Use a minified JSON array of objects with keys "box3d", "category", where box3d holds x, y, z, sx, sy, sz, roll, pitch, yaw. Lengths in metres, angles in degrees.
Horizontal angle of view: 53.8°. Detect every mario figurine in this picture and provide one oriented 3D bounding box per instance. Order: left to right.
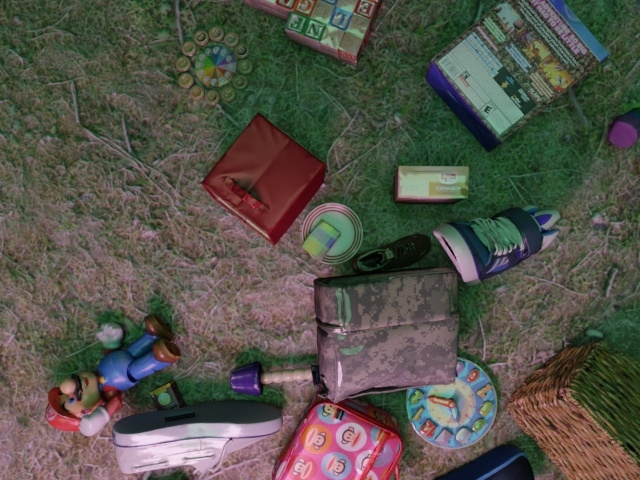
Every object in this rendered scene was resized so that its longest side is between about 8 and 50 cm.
[{"box3d":[-0.480,0.297,1.395,0.320,0.198,0.170,-38,100,-2],"category":"mario figurine"}]

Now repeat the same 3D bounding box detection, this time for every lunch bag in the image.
[{"box3d":[0.048,0.494,1.385,0.258,0.120,0.293,26,100,-3],"category":"lunch bag"},{"box3d":[0.133,0.194,1.321,0.304,0.212,0.256,-5,88,-12],"category":"lunch bag"}]

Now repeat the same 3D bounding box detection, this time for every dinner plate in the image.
[{"box3d":[0.027,-0.016,1.450,0.141,0.017,0.141,0,88,4],"category":"dinner plate"}]

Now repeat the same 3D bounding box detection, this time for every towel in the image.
[{"box3d":[0.000,0.000,1.439,0.060,0.009,0.083,36,92,4],"category":"towel"}]

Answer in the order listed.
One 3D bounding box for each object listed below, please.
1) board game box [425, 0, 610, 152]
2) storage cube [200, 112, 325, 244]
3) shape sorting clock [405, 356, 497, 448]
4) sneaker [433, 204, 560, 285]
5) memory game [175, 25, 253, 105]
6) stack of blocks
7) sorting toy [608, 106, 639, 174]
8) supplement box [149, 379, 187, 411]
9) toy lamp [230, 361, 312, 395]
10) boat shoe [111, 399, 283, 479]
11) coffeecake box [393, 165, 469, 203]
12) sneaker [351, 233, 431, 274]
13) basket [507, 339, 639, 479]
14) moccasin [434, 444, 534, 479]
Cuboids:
[{"box3d":[0.415,-0.378,1.368,0.291,0.141,0.232,-39,87,2],"category":"board game box"},{"box3d":[-0.118,-0.126,1.368,0.183,0.215,0.193,38,85,4],"category":"storage cube"},{"box3d":[0.294,0.364,1.418,0.206,0.040,0.206,0,90,3],"category":"shape sorting clock"},{"box3d":[0.369,-0.017,1.281,0.236,0.323,0.130,-33,70,10],"category":"sneaker"},{"box3d":[-0.248,-0.407,1.473,0.186,0.012,0.186,0,89,3],"category":"memory game"},{"box3d":[-0.023,-0.534,1.423,0.297,0.087,0.171,23,91,3],"category":"stack of blocks"},{"box3d":[0.803,-0.170,1.380,0.365,0.127,0.126,41,63,6],"category":"sorting toy"},{"box3d":[-0.349,0.372,1.455,0.055,0.043,0.083,-27,88,1],"category":"supplement box"},{"box3d":[-0.065,0.305,1.422,0.274,0.080,0.080,-6,89,4],"category":"toy lamp"},{"box3d":[-0.262,0.458,1.389,0.366,0.136,0.157,-4,102,-16],"category":"boat shoe"},{"box3d":[0.232,-0.116,1.354,0.142,0.185,0.068,1,89,4],"category":"coffeecake box"},{"box3d":[0.162,0.037,1.414,0.188,0.071,0.066,-21,88,3],"category":"sneaker"},{"box3d":[0.605,0.380,1.374,0.299,0.223,0.213,46,59,3],"category":"basket"},{"box3d":[0.314,0.577,1.369,0.341,0.138,0.117,-28,92,4],"category":"moccasin"}]
